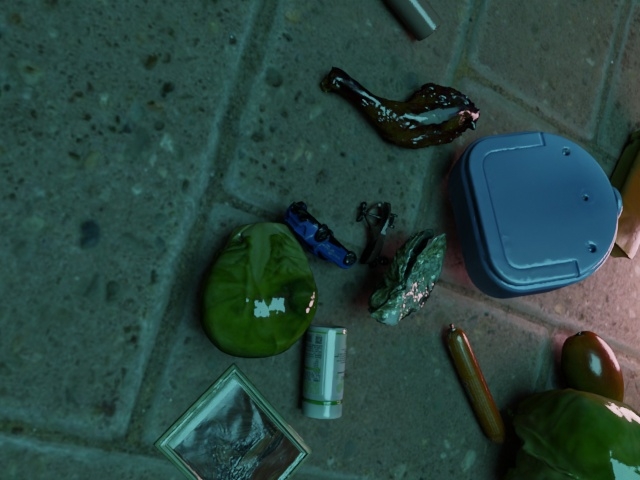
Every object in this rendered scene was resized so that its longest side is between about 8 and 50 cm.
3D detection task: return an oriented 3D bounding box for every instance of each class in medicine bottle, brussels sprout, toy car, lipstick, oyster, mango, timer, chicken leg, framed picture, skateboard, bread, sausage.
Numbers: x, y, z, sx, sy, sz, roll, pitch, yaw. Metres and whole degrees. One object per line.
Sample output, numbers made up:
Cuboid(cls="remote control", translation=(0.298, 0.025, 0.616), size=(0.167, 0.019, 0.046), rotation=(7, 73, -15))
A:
Cuboid(cls="medicine bottle", translation=(0.008, 0.268, 1.339), size=(0.086, 0.086, 0.183), rotation=(6, 88, -28))
Cuboid(cls="brussels sprout", translation=(0.655, 0.559, 1.521), size=(0.342, 0.361, 0.425), rotation=(-48, 115, -13))
Cuboid(cls="toy car", translation=(0.000, 0.000, 1.306), size=(0.063, 0.103, 0.216), rotation=(-45, 140, 1))
Cuboid(cls="brussels sprout", translation=(-0.112, 0.087, 1.211), size=(0.220, 0.210, 0.271), rotation=(6, 67, -12))
Cuboid(cls="lipstick", translation=(0.165, -0.562, 1.433), size=(0.254, 0.070, 0.070), rotation=(45, 70, -21))
Cuboid(cls="oyster", translation=(0.185, 0.087, 1.374), size=(0.112, 0.198, 0.267), rotation=(35, 70, 13))
Cuboid(cls="mango", translation=(0.722, 0.369, 1.702), size=(0.146, 0.129, 0.289), rotation=(-40, 116, -24))
Cuboid(cls="timer", translation=(0.500, -0.062, 1.494), size=(0.395, 0.173, 0.394), rotation=(1, 74, -5))
Cuboid(cls="chicken leg", translation=(0.191, -0.288, 1.437), size=(0.407, 0.096, 0.157), rotation=(5, 83, -26))
Cuboid(cls="framed picture", translation=(-0.162, 0.414, 1.287), size=(0.216, 0.016, 0.273), rotation=(-46, 109, -21))
Cuboid(cls="skateboard", translation=(0.115, -0.018, 1.418), size=(0.080, 0.067, 0.151), rotation=(18, 76, -17))
Cuboid(cls="bread", translation=(0.871, -0.135, 1.807), size=(0.138, 0.077, 0.361), rotation=(36, 74, -22))
Cuboid(cls="sausage", translation=(0.373, 0.350, 1.552), size=(0.053, 0.053, 0.347), rotation=(-31, 104, -25))
